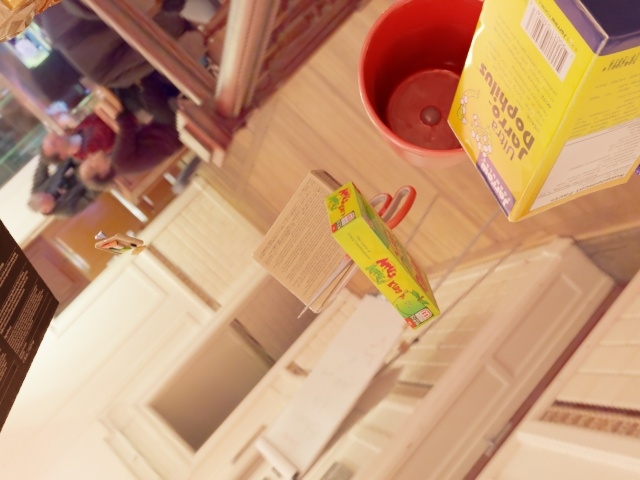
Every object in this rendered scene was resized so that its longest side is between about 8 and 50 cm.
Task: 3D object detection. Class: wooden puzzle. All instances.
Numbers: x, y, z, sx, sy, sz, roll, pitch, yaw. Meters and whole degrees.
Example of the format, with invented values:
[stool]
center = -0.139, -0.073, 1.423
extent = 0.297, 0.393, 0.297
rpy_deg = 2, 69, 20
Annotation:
[wooden puzzle]
center = -0.393, 0.009, 1.555
extent = 0.116, 0.014, 0.078
rpy_deg = 16, 149, -41

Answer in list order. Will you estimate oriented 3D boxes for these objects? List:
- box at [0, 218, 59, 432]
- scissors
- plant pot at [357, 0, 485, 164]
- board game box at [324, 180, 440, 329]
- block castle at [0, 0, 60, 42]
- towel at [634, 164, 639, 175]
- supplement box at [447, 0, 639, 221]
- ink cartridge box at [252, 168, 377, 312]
[box]
center = -0.417, 0.098, 0.895
extent = 0.261, 0.103, 0.184
rpy_deg = -87, -19, -55
[scissors]
center = 0.066, 0.016, 1.345
extent = 0.109, 0.297, 0.021
rpy_deg = -1, 136, 49
[plant pot]
center = 0.197, -0.242, 1.330
extent = 0.275, 0.275, 0.243
rpy_deg = 40, 175, 9
[board game box]
center = 0.078, 0.020, 0.993
extent = 0.181, 0.043, 0.092
rpy_deg = 49, -165, -29
[block castle]
center = -0.151, -0.385, 0.607
extent = 0.213, 0.453, 0.303
rpy_deg = 46, 138, -12
[towel]
center = 0.601, -0.187, 1.246
extent = 0.076, 0.228, 0.308
rpy_deg = 26, -170, -30
[supplement box]
center = 0.316, -0.214, 0.983
extent = 0.356, 0.194, 0.195
rpy_deg = 97, 151, -60
[ink cartridge box]
center = 0.000, 0.000, 1.656
extent = 0.193, 0.235, 0.088
rpy_deg = 40, -161, 12
